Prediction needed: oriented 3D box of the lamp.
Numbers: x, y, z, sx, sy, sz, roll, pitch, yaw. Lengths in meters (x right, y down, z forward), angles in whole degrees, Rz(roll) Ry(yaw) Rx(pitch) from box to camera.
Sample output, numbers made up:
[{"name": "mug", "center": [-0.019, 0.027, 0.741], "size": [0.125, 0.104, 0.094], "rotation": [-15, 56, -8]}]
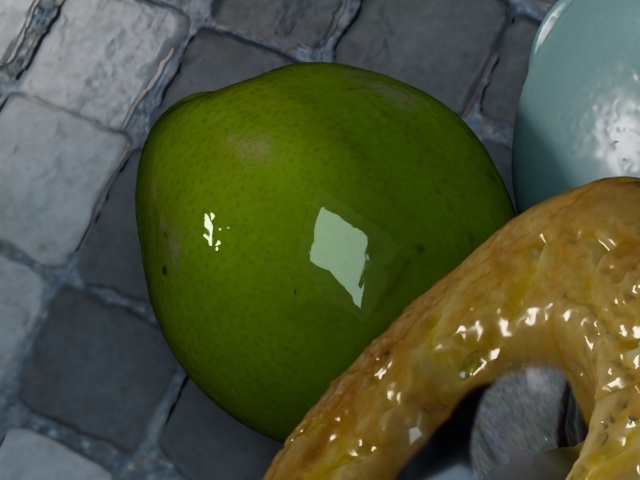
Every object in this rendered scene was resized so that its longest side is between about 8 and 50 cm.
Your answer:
[{"name": "lamp", "center": [0.198, -0.050, 0.760], "size": [0.284, 0.147, 0.209], "rotation": [-2, 80, 40]}]

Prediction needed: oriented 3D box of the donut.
[{"name": "donut", "center": [0.093, 0.125, 0.604], "size": [0.150, 0.299, 0.317], "rotation": [41, 60, -26]}]

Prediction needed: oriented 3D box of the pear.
[{"name": "pear", "center": [0.000, 0.000, 0.799], "size": [0.187, 0.187, 0.220], "rotation": [-34, 59, -6]}]
